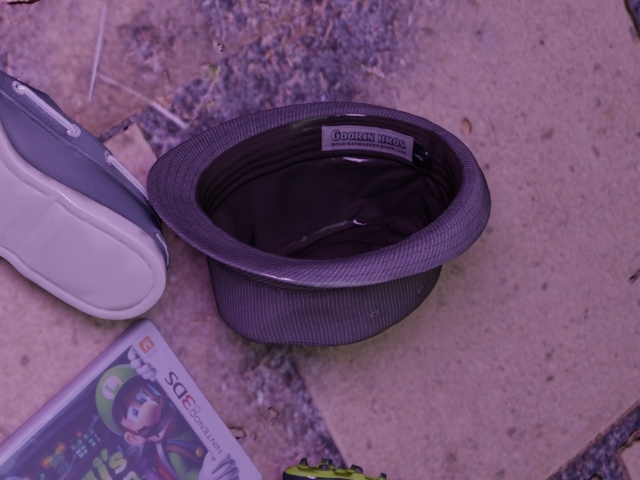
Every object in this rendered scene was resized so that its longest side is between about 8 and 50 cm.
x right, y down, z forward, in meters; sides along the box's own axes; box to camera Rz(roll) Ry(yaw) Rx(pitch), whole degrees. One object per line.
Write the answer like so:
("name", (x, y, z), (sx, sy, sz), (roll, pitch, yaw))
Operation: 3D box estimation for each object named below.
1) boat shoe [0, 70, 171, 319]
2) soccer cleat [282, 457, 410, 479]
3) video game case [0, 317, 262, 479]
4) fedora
("boat shoe", (-0.240, -0.067, 1.375), (0.319, 0.116, 0.099), (39, 29, -20))
("soccer cleat", (0.041, 0.229, 1.568), (0.179, 0.060, 0.072), (19, 83, -34))
("video game case", (-0.156, 0.186, 1.462), (0.190, 0.022, 0.173), (-43, 113, -23))
("fedora", (0.000, 0.000, 1.465), (0.275, 0.243, 0.124), (-29, 136, -37))
